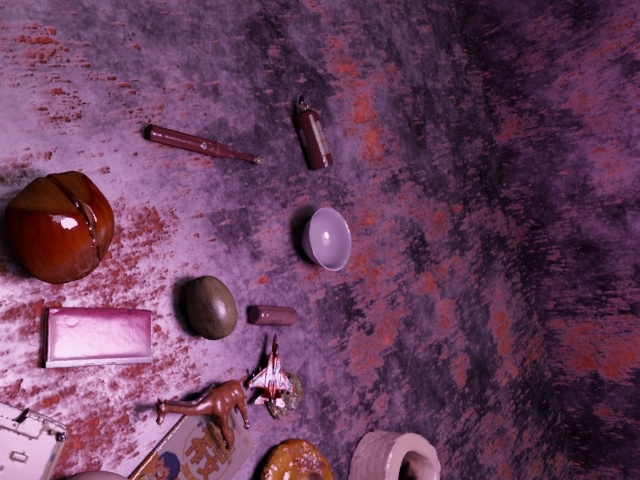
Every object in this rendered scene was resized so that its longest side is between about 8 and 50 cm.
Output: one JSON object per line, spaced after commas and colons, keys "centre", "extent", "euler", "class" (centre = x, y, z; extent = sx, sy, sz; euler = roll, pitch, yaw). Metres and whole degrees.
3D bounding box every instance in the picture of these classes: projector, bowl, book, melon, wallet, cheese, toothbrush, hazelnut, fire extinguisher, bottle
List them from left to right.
{"centre": [-0.583, 0.363, 0.993], "extent": [0.269, 0.088, 0.194], "euler": [39, 52, -37], "class": "projector"}
{"centre": [-0.484, -0.024, 1.121], "extent": [0.181, 0.181, 0.212], "euler": [46, 38, -7], "class": "hazelnut"}
{"centre": [-0.453, 0.199, 1.220], "extent": [0.232, 0.025, 0.120], "euler": [9, 76, -47], "class": "wallet"}
{"centre": [-0.284, 0.509, 1.352], "extent": [0.295, 0.020, 0.208], "euler": [-48, 116, -43], "class": "book"}
{"centre": [-0.280, -0.235, 1.498], "extent": [0.363, 0.040, 0.041], "euler": [9, 75, -47], "class": "toothbrush"}
{"centre": [-0.256, 0.163, 1.384], "extent": [0.114, 0.114, 0.168], "euler": [-25, 100, -48], "class": "melon"}
{"centre": [-0.125, 0.200, 1.569], "extent": [0.140, 0.053, 0.053], "euler": [12, 73, -46], "class": "bottle"}
{"centre": [-0.027, -0.331, 1.790], "extent": [0.099, 0.071, 0.231], "euler": [-44, 116, -74], "class": "fire extinguisher"}
{"centre": [0.000, 0.000, 1.728], "extent": [0.189, 0.086, 0.189], "euler": [15, 70, -47], "class": "bowl"}
{"centre": [0.224, 0.749, 1.769], "extent": [0.292, 0.153, 0.332], "euler": [42, 54, -34], "class": "cheese"}

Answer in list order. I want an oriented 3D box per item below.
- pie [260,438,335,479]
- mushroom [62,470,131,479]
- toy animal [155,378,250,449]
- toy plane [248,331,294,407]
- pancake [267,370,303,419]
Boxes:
{"centre": [-0.061, 0.648, 1.533], "extent": [0.273, 0.069, 0.274], "euler": [13, 73, -48], "class": "pie"}
{"centre": [-0.425, 0.529, 1.091], "extent": [0.206, 0.209, 0.206], "euler": [21, 43, -22], "class": "mushroom"}
{"centre": [-0.259, 0.387, 1.339], "extent": [0.224, 0.066, 0.230], "euler": [-48, 126, -42], "class": "toy animal"}
{"centre": [-0.126, 0.335, 1.530], "extent": [0.130, 0.061, 0.189], "euler": [13, 59, -25], "class": "toy plane"}
{"centre": [-0.095, 0.410, 1.581], "extent": [0.129, 0.022, 0.116], "euler": [-13, 89, -48], "class": "pancake"}
